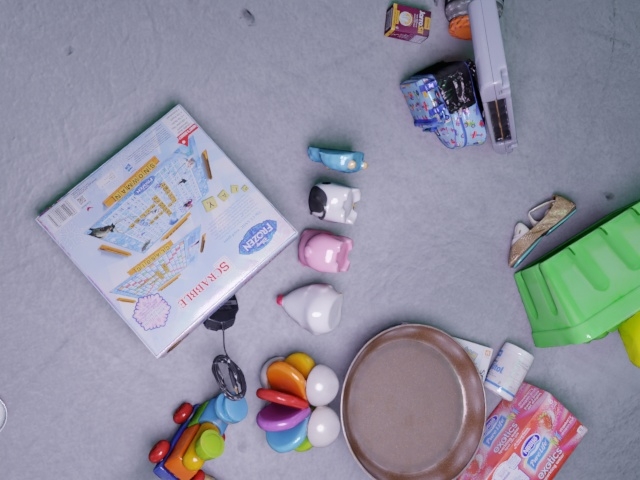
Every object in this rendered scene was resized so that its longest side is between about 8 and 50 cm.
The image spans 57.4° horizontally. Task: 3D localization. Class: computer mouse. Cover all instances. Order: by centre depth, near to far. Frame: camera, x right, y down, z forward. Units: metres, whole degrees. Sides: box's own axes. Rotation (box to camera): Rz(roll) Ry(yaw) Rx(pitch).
[{"bbox_3d":[-0.180,0.173,1.059,0.071,0.041,0.242,4,60,-33],"label":"computer mouse"}]

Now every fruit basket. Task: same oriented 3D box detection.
[{"bbox_3d":[0.636,0.135,1.174,0.391,0.283,0.392,1,78,-3],"label":"fruit basket"}]

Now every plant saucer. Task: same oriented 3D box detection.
[{"bbox_3d":[0.175,0.318,1.122,0.310,0.050,0.311,4,77,-19],"label":"plant saucer"}]

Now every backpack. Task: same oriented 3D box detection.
[{"bbox_3d":[0.249,-0.255,1.152,0.116,0.158,0.173,-26,110,-4],"label":"backpack"}]

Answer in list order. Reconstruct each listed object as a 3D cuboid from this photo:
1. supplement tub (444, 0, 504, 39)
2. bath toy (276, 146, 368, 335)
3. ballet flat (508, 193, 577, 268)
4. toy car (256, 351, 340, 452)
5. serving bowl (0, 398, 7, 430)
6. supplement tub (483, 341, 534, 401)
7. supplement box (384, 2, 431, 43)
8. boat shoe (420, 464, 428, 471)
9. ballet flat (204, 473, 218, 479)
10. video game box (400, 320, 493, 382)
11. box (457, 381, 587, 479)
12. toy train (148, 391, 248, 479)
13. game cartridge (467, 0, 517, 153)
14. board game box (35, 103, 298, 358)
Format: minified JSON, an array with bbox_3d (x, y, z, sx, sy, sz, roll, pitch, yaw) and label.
[{"bbox_3d":[0.311,-0.511,1.174,0.116,0.117,0.191,5,89,-15],"label":"supplement tub"},{"bbox_3d":[0.000,0.000,1.104,0.128,0.151,0.349,11,92,23],"label":"bath toy"},{"bbox_3d":[0.461,-0.025,1.261,0.206,0.073,0.067,-40,73,-13],"label":"ballet flat"},{"bbox_3d":[-0.057,0.301,1.063,0.136,0.159,0.182,-5,94,-54],"label":"toy car"},{"bbox_3d":[-0.582,0.300,1.006,0.083,0.027,0.083,0,91,-15],"label":"serving bowl"},{"bbox_3d":[0.398,0.279,1.241,0.071,0.071,0.107,32,82,-13],"label":"supplement tub"},{"bbox_3d":[0.175,-0.436,1.178,0.083,0.043,0.055,5,89,-15],"label":"supplement box"},{"bbox_3d":[0.219,0.508,1.174,0.285,0.089,0.104,44,111,-12],"label":"boat shoe"},{"bbox_3d":[-0.273,0.592,1.057,0.123,0.123,0.349,34,83,-13],"label":"ballet flat"},{"bbox_3d":[0.240,0.285,1.213,0.205,0.048,0.187,17,84,-14],"label":"video game box"},{"bbox_3d":[0.410,0.438,1.221,0.128,0.122,0.257,42,81,-12],"label":"box"},{"bbox_3d":[-0.217,0.368,0.983,0.105,0.248,0.143,45,124,-11],"label":"toy train"},{"bbox_3d":[0.326,-0.307,1.098,0.062,0.297,0.198,-13,71,18],"label":"game cartridge"},{"bbox_3d":[-0.261,-0.019,1.023,0.318,0.066,0.318,-41,85,-10],"label":"board game box"}]
